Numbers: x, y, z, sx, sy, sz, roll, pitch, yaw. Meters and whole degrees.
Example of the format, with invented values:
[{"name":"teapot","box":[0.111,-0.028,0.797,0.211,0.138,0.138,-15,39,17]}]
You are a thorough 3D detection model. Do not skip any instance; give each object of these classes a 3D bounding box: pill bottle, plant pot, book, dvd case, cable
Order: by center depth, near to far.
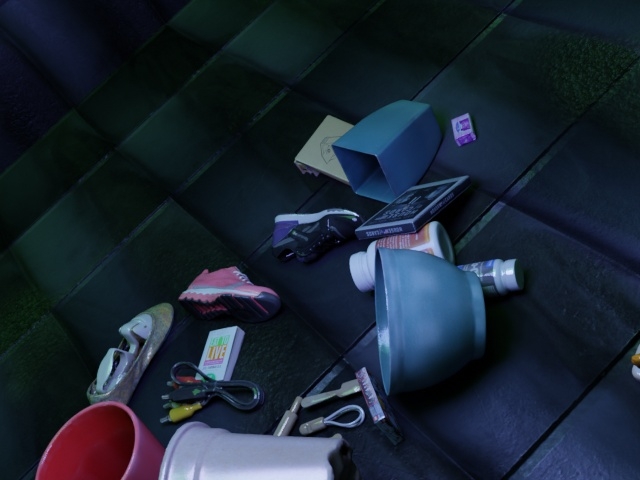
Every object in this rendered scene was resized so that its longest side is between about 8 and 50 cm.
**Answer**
[{"name":"plant pot","box":[-0.089,0.491,1.632,0.305,0.334,0.334,-8,47,16]},{"name":"plant pot","box":[0.216,0.153,1.746,0.196,0.293,0.293,-3,45,0]},{"name":"pill bottle","box":[0.348,0.081,1.839,0.137,0.078,0.078,-12,46,29]},{"name":"plant pot","box":[-0.425,0.519,1.882,0.274,0.243,0.275,-21,42,20]},{"name":"pill bottle","box":[0.180,0.044,1.969,0.216,0.121,0.121,-18,43,23]},{"name":"dvd case","box":[0.214,-0.075,2.031,0.179,0.030,0.238,-9,21,47]},{"name":"cable","box":[-0.252,0.349,2.066,0.287,0.072,0.140,-8,60,20]},{"name":"book","box":[-0.246,0.283,2.142,0.096,0.035,0.144,-11,49,32]},{"name":"plant pot","box":[0.185,-0.237,2.209,0.234,0.165,0.165,-45,39,-21]}]

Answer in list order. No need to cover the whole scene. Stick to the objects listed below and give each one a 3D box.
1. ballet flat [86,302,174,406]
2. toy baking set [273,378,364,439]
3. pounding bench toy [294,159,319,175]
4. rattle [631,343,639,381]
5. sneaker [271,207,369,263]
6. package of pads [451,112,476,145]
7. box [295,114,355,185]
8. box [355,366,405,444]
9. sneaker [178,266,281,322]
[{"name":"ballet flat","box":[-0.486,0.283,2.256,0.123,0.123,0.349,0,53,37]},{"name":"toy baking set","box":[-0.009,0.400,1.851,0.196,0.030,0.256,4,56,36]},{"name":"pounding bench toy","box":[-0.022,-0.228,2.438,0.065,0.052,0.083,14,62,45]},{"name":"rattle","box":[0.609,0.155,1.528,0.200,0.142,0.130,-52,22,-6]},{"name":"sneaker","box":[0.000,0.000,2.189,0.283,0.107,0.124,-6,64,38]},{"name":"package of pads","box":[0.358,-0.278,2.211,0.050,0.032,0.083,-23,42,21]},{"name":"box","box":[0.056,-0.240,2.366,0.201,0.021,0.164,26,69,28]},{"name":"box","box":[0.118,0.330,1.765,0.027,0.094,0.137,-32,40,8]},{"name":"sneaker","box":[-0.219,0.118,2.211,0.313,0.116,0.136,-1,51,37]}]
